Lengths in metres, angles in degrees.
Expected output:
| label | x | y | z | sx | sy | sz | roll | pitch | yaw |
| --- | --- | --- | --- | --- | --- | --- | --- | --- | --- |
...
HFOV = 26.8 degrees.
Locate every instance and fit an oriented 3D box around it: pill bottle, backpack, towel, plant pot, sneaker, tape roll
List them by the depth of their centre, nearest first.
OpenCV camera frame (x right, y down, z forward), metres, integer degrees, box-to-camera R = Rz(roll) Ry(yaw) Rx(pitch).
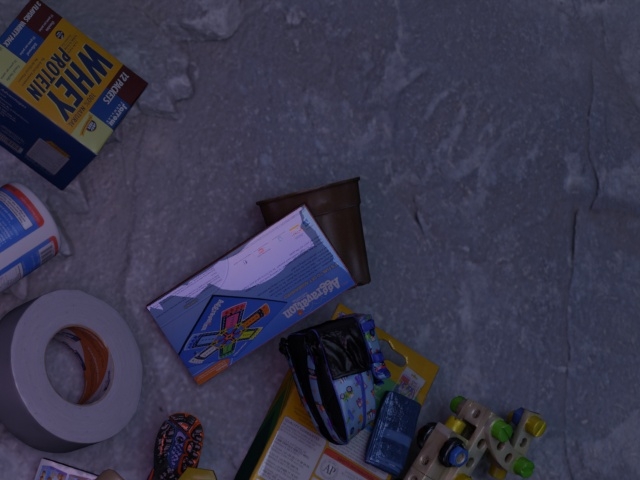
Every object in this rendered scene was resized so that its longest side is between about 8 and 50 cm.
| label | x | y | z | sx | sy | sz | roll | pitch | yaw |
| --- | --- | --- | --- | --- | --- | --- | --- | --- | --- |
| pill bottle | -0.479 | 0.024 | 1.850 | 0.221 | 0.124 | 0.124 | -37 | 94 | -28 |
| tape roll | -0.353 | 0.181 | 1.859 | 0.219 | 0.072 | 0.219 | 20 | 60 | -40 |
| sneaker | -0.215 | 0.355 | 1.918 | 0.083 | 0.087 | 0.221 | 22 | 85 | 5 |
| backpack | 0.030 | 0.202 | 1.932 | 0.116 | 0.158 | 0.173 | -18 | 88 | -20 |
| towel | 0.110 | 0.289 | 2.019 | 0.067 | 0.029 | 0.119 | 26 | 68 | -19 |
| plant pot | 0.000 | 0.000 | 2.065 | 0.167 | 0.167 | 0.165 | -15 | 91 | -27 |

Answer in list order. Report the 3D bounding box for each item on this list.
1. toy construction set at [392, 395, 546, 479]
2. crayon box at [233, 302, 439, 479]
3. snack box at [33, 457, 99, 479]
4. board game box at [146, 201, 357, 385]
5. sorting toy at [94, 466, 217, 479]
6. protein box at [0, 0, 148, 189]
| label | x | y | z | sx | sy | sz | roll | pitch | yaw |
| --- | --- | --- | --- | --- | --- | --- | --- | --- | --- |
| toy construction set | 0.222 | 0.386 | 2.088 | 0.215 | 0.151 | 0.328 | 35 | 71 | -41 |
| crayon box | 0.025 | 0.286 | 2.044 | 0.203 | 0.083 | 0.323 | 33 | 67 | -14 |
| snack box | -0.312 | 0.359 | 1.863 | 0.178 | 0.022 | 0.064 | 18 | 84 | 2 |
| board game box | -0.102 | 0.080 | 1.985 | 0.281 | 0.027 | 0.145 | -33 | 94 | 4 |
| sorting toy | -0.246 | 0.426 | 1.822 | 0.229 | 0.041 | 0.307 | 42 | 85 | 4 |
| protein box | -0.385 | -0.203 | 1.904 | 0.199 | 0.201 | 0.136 | 37 | 65 | -13 |
